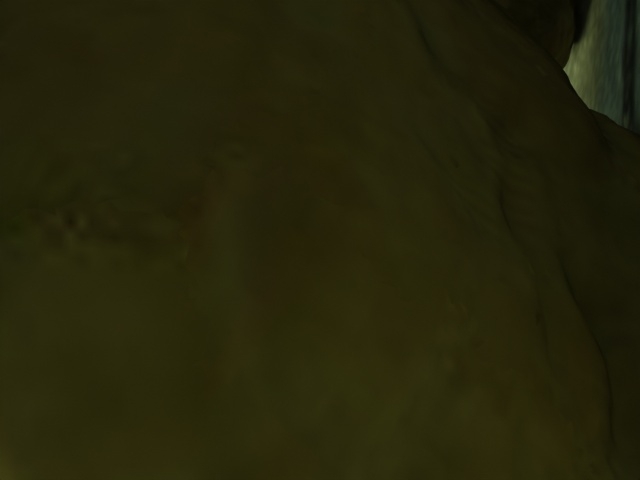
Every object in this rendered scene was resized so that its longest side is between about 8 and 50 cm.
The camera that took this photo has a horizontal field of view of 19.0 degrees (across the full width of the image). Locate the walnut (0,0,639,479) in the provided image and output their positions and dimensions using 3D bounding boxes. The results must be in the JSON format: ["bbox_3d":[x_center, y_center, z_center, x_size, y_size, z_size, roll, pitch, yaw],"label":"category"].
[{"bbox_3d":[-0.039,0.072,0.573,0.381,0.381,0.381,-174,90,-85],"label":"walnut"}]

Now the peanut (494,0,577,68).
[{"bbox_3d":[0.062,-0.113,0.868,0.228,0.104,0.085,-95,3,-56],"label":"peanut"}]
